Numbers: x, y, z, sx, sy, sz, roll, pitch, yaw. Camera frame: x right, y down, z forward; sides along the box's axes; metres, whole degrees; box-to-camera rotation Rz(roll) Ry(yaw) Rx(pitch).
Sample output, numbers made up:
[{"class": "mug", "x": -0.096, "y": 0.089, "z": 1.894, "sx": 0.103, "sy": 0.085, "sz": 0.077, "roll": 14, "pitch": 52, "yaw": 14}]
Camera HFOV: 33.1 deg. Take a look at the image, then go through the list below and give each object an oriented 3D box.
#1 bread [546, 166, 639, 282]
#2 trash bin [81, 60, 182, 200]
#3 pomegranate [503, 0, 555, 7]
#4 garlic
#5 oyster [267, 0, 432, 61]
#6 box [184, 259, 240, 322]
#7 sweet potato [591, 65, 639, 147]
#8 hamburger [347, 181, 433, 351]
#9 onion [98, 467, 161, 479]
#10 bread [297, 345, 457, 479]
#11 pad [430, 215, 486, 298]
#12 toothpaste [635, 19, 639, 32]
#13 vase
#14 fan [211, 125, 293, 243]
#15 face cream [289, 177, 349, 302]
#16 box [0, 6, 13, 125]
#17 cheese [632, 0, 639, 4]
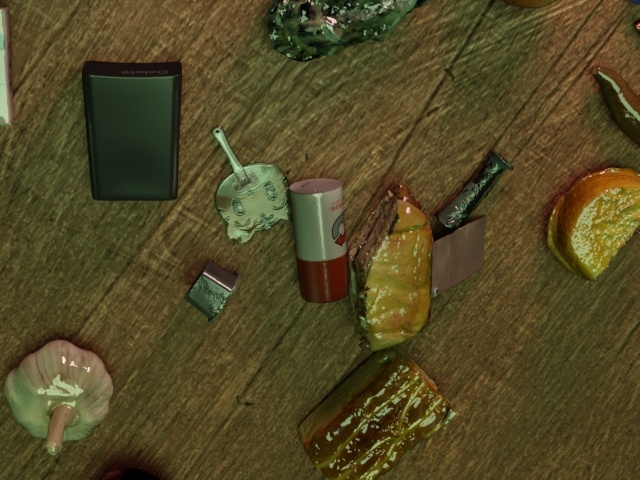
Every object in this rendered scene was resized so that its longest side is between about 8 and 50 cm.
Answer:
[{"class": "bread", "x": 0.522, "y": -0.044, "z": 2.025, "sx": 0.139, "sy": 0.143, "sz": 0.229, "roll": 35, "pitch": 98, "yaw": -19}, {"class": "trash bin", "x": -0.322, "y": -0.188, "z": 1.855, "sx": 0.165, "sy": 0.115, "sz": 0.225, "roll": -1, "pitch": 110, "yaw": -8}, {"class": "pomegranate", "x": 0.359, "y": -0.492, "z": 1.833, "sx": 0.191, "sy": 0.191, "sz": 0.191, "roll": -3, "pitch": 109, "yaw": -8}, {"class": "garlic", "x": -0.477, "y": 0.301, "z": 1.936, "sx": 0.199, "sy": 0.226, "sz": 0.199, "roll": -3, "pitch": 114, "yaw": -6}, {"class": "oyster", "x": 0.073, "y": -0.418, "z": 1.832, "sx": 0.351, "sy": 0.158, "sz": 0.162, "roll": -14, "pitch": 146, "yaw": 9}, {"class": "box", "x": -0.200, "y": 0.089, "z": 1.969, "sx": 0.069, "sy": 0.122, "sz": 0.084, "roll": 35, "pitch": 99, "yaw": -6}, {"class": "sweet potato", "x": 0.588, "y": -0.237, "z": 2.013, "sx": 0.243, "sy": 0.077, "sz": 0.077, "roll": 42, "pitch": 98, "yaw": -9}, {"class": "hamburger", "x": 0.135, "y": 0.066, "z": 1.993, "sx": 0.245, "sy": 0.155, "sz": 0.282, "roll": 40, "pitch": 94, "yaw": -23}, {"class": "onion", "x": -0.361, "y": 0.564, "z": 2.054, "sx": 0.281, "sy": 0.221, "sz": 0.281, "roll": -4, "pitch": 97, "yaw": -35}, {"class": "bread", "x": 0.106, "y": 0.356, "z": 2.110, "sx": 0.274, "sy": 0.114, "sz": 0.185, "roll": -43, "pitch": 109, "yaw": 8}, {"class": "pad", "x": 0.261, "y": 0.030, "z": 2.011, "sx": 0.188, "sy": 0.006, "sz": 0.113, "roll": -24, "pitch": 120, "yaw": -47}, {"class": "toothpaste", "x": 0.657, "y": -0.341, "z": 2.004, "sx": 0.071, "sy": 0.045, "sz": 0.193, "roll": -35, "pitch": 104, "yaw": -5}, {"class": "vase", "x": 0.288, "y": -0.092, "z": 2.015, "sx": 0.059, "sy": 0.059, "sz": 0.167, "roll": 36, "pitch": 99, "yaw": -18}, {"class": "fan", "x": -0.138, "y": -0.110, "z": 1.966, "sx": 0.152, "sy": 0.008, "sz": 0.227, "roll": -26, "pitch": 112, "yaw": 1}, {"class": "face cream", "x": 0.000, "y": 0.000, "z": 1.979, "sx": 0.096, "sy": 0.096, "sz": 0.214, "roll": -8, "pitch": 110, "yaw": -7}, {"class": "box", "x": -0.691, "y": -0.293, "z": 1.781, "sx": 0.343, "sy": 0.065, "sz": 0.200, "roll": 0, "pitch": 109, "yaw": -9}, {"class": "cheese", "x": 0.679, "y": -0.470, "z": 1.948, "sx": 0.250, "sy": 0.064, "sz": 0.156, "roll": -7, "pitch": 108, "yaw": -9}]
